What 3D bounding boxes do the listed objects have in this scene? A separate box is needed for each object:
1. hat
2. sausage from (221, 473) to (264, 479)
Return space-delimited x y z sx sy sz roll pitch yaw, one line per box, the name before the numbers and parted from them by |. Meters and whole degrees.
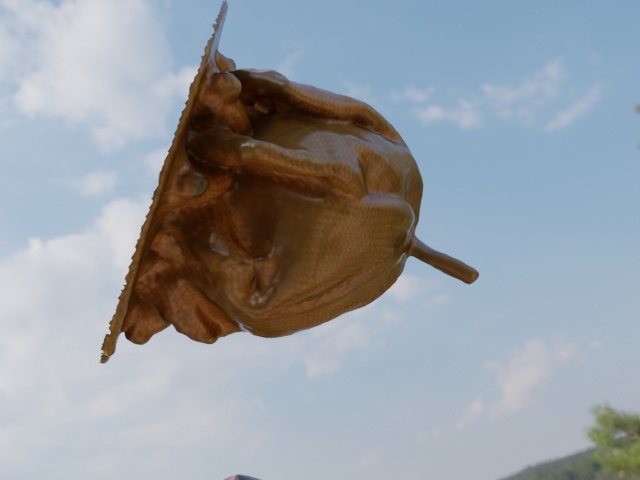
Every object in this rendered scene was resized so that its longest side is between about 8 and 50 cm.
hat | 0.000 0.000 0.579 0.233 0.244 0.233 18 -9 -9
sausage | -0.098 0.382 1.019 0.153 0.141 0.268 27 4 3
